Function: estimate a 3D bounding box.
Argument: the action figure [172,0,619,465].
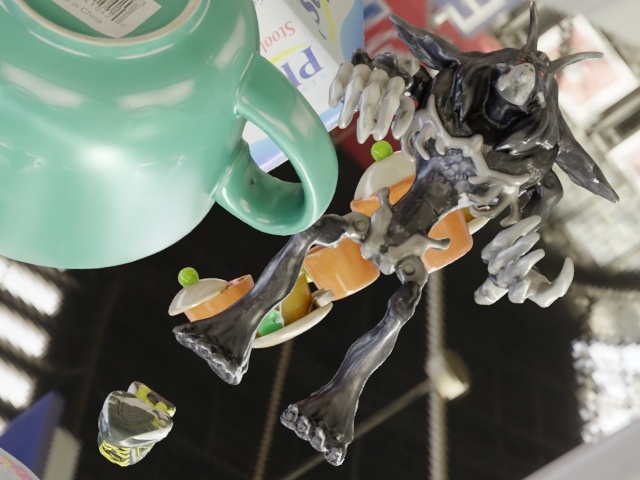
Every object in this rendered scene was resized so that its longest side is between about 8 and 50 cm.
[{"bbox_3d":[0.058,-0.019,0.853,0.164,0.275,0.141,39,172,-2],"label":"action figure"}]

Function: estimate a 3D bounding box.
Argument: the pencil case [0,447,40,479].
[{"bbox_3d":[-0.271,0.238,0.972,0.124,0.273,0.113,42,-170,26],"label":"pencil case"}]

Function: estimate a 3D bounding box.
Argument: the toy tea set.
[{"bbox_3d":[0.000,0.000,1.539,0.124,0.336,0.200,63,-173,-5],"label":"toy tea set"}]

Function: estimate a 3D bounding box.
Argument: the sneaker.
[{"bbox_3d":[-0.086,0.089,0.745,0.031,0.035,0.083,30,-176,4],"label":"sneaker"}]

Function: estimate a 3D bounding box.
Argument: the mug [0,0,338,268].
[{"bbox_3d":[-0.075,-0.069,0.599,0.158,0.097,0.129,-3,-123,-20],"label":"mug"}]

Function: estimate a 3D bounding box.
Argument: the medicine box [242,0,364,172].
[{"bbox_3d":[-0.101,-0.239,1.406,0.289,0.149,0.263,48,-159,-25],"label":"medicine box"}]
